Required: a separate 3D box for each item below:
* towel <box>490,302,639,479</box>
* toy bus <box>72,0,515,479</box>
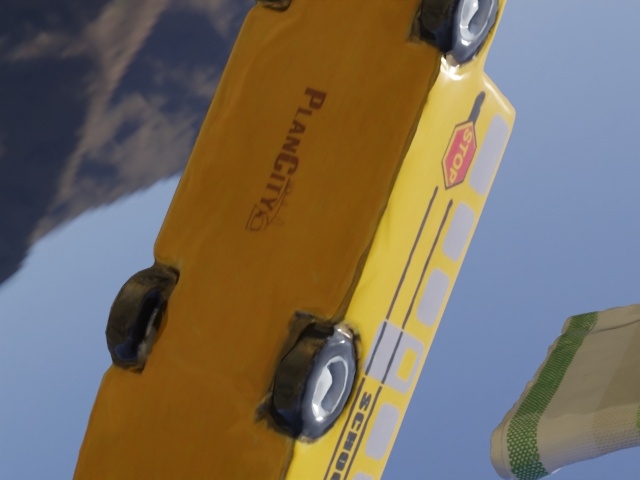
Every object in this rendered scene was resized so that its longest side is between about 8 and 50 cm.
[{"bbox_3d":[0.133,0.034,0.493,0.152,0.023,0.113,-13,-168,24],"label":"towel"},{"bbox_3d":[0.000,0.000,0.800,0.108,0.130,0.333,18,-97,28],"label":"toy bus"}]
